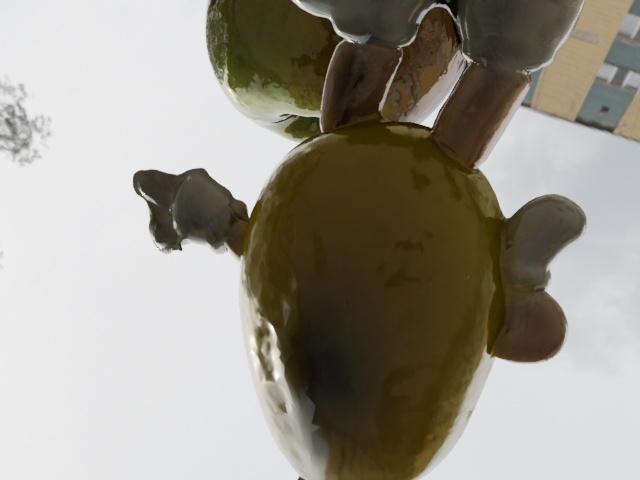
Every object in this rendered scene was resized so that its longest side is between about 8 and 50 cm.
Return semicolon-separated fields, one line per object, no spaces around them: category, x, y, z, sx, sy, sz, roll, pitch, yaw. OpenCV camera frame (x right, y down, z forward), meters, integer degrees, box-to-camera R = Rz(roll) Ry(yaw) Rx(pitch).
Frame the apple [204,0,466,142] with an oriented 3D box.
apple;0.027;-0.268;0.887;0.338;0.338;0.305;21;-104;13

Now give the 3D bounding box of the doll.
doll;0.026;-0.021;0.511;0.348;0.161;0.423;47;-64;14
